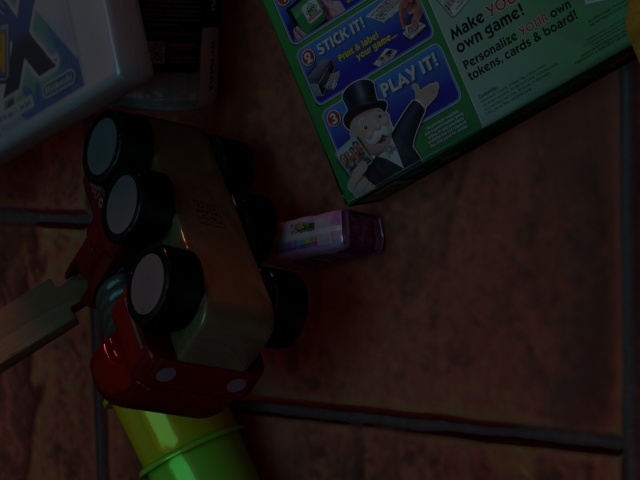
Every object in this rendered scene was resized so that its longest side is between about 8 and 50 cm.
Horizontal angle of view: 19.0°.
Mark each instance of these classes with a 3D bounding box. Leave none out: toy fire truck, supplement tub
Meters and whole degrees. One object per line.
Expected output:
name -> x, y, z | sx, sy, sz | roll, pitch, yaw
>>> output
toy fire truck -> -0.155, 0.053, 1.405 | 0.246, 0.158, 0.217 | -54, 41, 31
supplement tub -> -0.131, -0.196, 1.436 | 0.117, 0.117, 0.190 | 10, 101, 36

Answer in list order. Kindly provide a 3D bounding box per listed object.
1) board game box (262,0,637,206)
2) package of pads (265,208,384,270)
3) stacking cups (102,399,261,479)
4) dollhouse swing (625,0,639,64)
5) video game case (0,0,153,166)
board game box -> 0.104, -0.185, 1.307 | 0.317, 0.046, 0.213 | -29, 78, 35
package of pads -> 0.000, 0.000, 1.401 | 0.083, 0.050, 0.032 | -13, 76, 37
stacking cups -> -0.052, 0.240, 1.455 | 0.096, 0.096, 0.316 | -35, 79, 34
dollhouse swing -> 0.396, -0.112, 1.070 | 0.305, 0.315, 0.346 | 129, 122, -73
video game case -> -0.258, -0.213, 1.463 | 0.329, 0.036, 0.300 | -23, 76, 48
